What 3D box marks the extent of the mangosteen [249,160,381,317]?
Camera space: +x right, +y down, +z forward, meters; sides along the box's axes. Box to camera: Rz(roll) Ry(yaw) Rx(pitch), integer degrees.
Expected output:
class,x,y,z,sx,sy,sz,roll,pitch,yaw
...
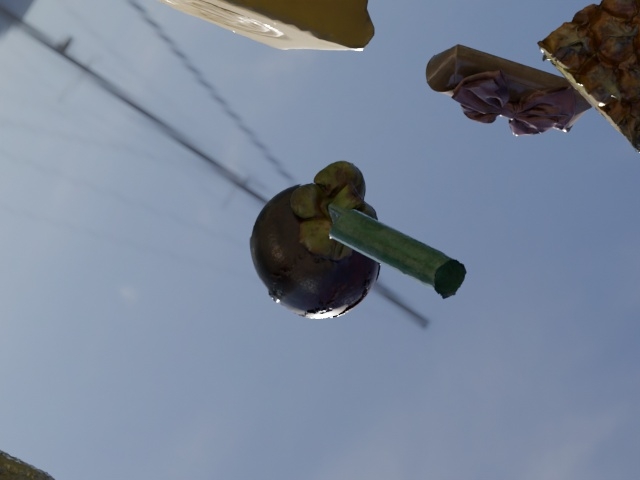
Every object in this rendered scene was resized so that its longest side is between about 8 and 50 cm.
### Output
class,x,y,z,sx,sy,sz,roll,pitch,yaw
mangosteen,0.000,0.000,2.192,0.166,0.166,0.180,-76,-171,-49

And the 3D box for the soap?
class,x,y,z,sx,sy,sz,roll,pitch,yaw
soap,-0.069,-0.223,1.454,0.324,0.204,0.096,-151,-99,-78

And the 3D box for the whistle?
class,x,y,z,sx,sy,sz,roll,pitch,yaw
whistle,0.065,0.007,1.739,0.186,0.039,0.039,27,-95,50

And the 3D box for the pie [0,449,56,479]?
class,x,y,z,sx,sy,sz,roll,pitch,yaw
pie,-0.357,0.268,1.963,0.274,0.274,0.055,-31,-153,60

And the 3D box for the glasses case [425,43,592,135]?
class,x,y,z,sx,sy,sz,roll,pitch,yaw
glasses case,0.223,-0.162,2.106,0.102,0.193,0.070,167,-63,-72

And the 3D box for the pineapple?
class,x,y,z,sx,sy,sz,roll,pitch,yaw
pineapple,0.335,-0.161,1.858,0.140,0.250,0.164,-42,-122,8
